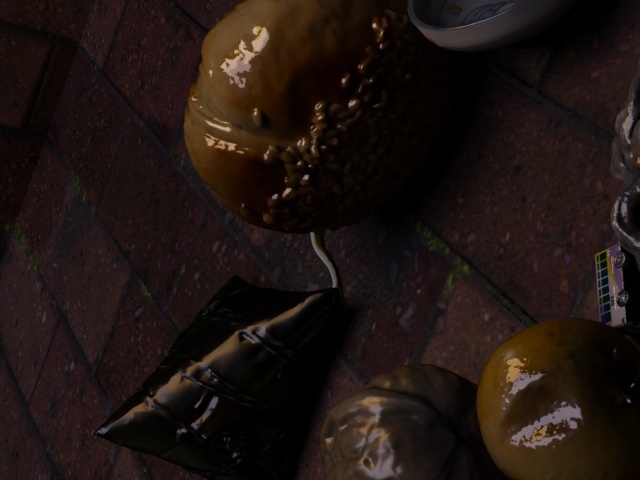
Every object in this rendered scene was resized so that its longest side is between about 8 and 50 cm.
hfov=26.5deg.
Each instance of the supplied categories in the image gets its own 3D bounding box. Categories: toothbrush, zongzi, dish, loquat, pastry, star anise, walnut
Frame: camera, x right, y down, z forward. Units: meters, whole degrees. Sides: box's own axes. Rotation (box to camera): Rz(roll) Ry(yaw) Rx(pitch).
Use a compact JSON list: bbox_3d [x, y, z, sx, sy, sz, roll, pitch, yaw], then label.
[{"bbox_3d":[0.000,0.000,2.178,0.026,0.022,0.263,-39,47,29],"label":"toothbrush"},{"bbox_3d":[-0.144,0.192,2.178,0.383,0.319,0.362,-57,23,-1],"label":"zongzi"},{"bbox_3d":[0.264,-0.318,1.777,0.273,0.134,0.273,-25,34,18],"label":"dish"},{"bbox_3d":[0.274,0.188,1.497,0.213,0.213,0.213,-27,56,51],"label":"loquat"},{"bbox_3d":[0.007,-0.183,1.897,0.245,0.410,0.409,48,121,36],"label":"pastry"},{"bbox_3d":[0.363,-0.080,1.405,0.316,0.139,0.359,-111,12,-59],"label":"star anise"},{"bbox_3d":[0.114,0.280,1.697,0.248,0.248,0.248,-27,56,51],"label":"walnut"}]

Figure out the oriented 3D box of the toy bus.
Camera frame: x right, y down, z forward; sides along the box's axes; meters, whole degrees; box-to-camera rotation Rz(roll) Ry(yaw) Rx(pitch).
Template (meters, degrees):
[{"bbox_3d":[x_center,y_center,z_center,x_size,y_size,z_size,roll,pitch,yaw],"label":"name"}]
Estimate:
[{"bbox_3d":[0.350,0.059,1.567,0.058,0.052,0.102,-31,52,53],"label":"toy bus"}]
